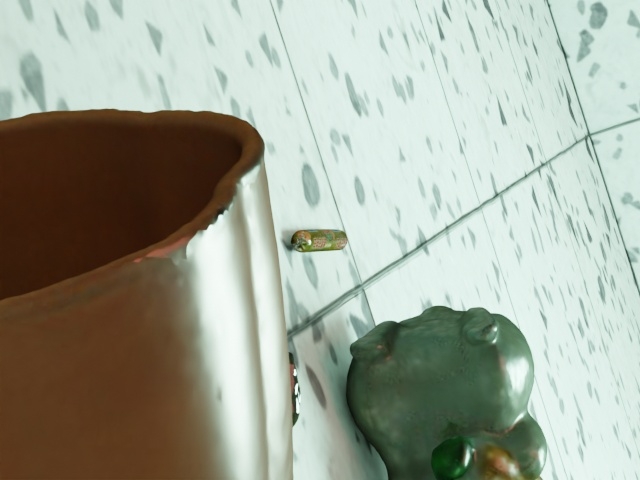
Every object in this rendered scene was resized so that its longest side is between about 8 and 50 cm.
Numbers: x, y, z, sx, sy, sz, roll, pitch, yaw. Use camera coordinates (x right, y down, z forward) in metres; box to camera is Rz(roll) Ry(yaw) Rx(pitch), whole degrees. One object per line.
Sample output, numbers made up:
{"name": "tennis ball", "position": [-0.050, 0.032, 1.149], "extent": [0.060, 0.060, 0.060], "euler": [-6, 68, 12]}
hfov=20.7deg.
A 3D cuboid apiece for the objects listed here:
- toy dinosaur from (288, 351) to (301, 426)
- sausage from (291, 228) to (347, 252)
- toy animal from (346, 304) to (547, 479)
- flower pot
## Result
{"name": "toy dinosaur", "position": [-0.105, 0.058, 0.706], "extent": [0.179, 0.087, 0.187], "euler": [2, 49, -35]}
{"name": "sausage", "position": [0.000, 0.000, 1.112], "extent": [0.100, 0.015, 0.015], "euler": [-1, 74, -73]}
{"name": "toy animal", "position": [0.099, 0.167, 1.101], "extent": [0.127, 0.125, 0.251], "euler": [-20, 99, -46]}
{"name": "flower pot", "position": [-0.090, 0.071, 0.483], "extent": [0.190, 0.191, 0.173], "euler": [-61, 141, -68]}
